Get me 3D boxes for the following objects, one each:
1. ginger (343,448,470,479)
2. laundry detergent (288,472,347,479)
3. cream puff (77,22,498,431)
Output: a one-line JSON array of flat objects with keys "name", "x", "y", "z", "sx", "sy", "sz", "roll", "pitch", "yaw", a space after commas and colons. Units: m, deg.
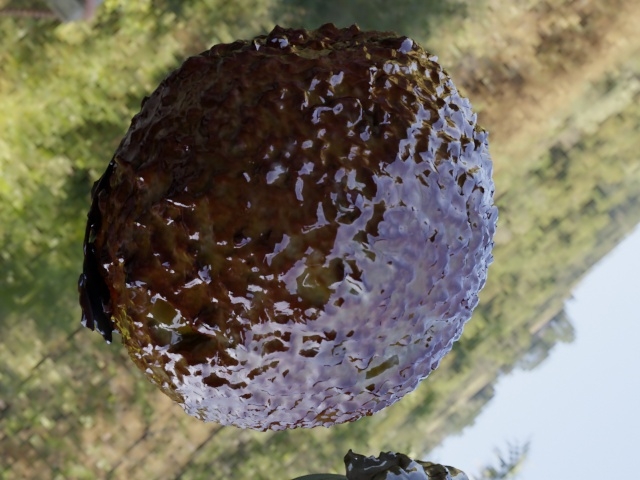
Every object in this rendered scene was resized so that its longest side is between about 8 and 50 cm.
[{"name": "ginger", "x": 0.034, "y": 0.263, "z": 0.723, "sx": 0.084, "sy": 0.290, "sz": 0.122, "roll": 5, "pitch": 173, "yaw": 36}, {"name": "laundry detergent", "x": 0.021, "y": 0.272, "z": 1.192, "sx": 0.253, "sy": 0.091, "sz": 0.181, "roll": -4, "pitch": -157, "yaw": 36}, {"name": "cream puff", "x": 0.001, "y": -0.005, "z": 0.991, "sx": 0.350, "sy": 0.350, "sz": 0.228, "roll": -42, "pitch": -146, "yaw": -23}]
